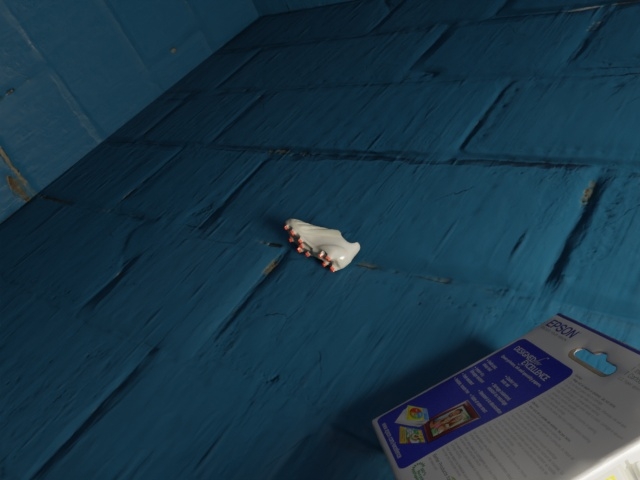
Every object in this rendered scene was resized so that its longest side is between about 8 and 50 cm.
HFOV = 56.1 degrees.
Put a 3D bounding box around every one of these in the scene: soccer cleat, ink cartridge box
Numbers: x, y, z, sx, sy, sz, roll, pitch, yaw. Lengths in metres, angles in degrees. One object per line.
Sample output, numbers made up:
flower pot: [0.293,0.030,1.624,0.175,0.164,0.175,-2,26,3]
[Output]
soccer cleat: [0.000,0.000,1.227,0.076,0.068,0.196,-36,42,-21]
ink cartridge box: [0.228,0.218,0.690,0.307,0.072,0.303,-28,8,-1]
